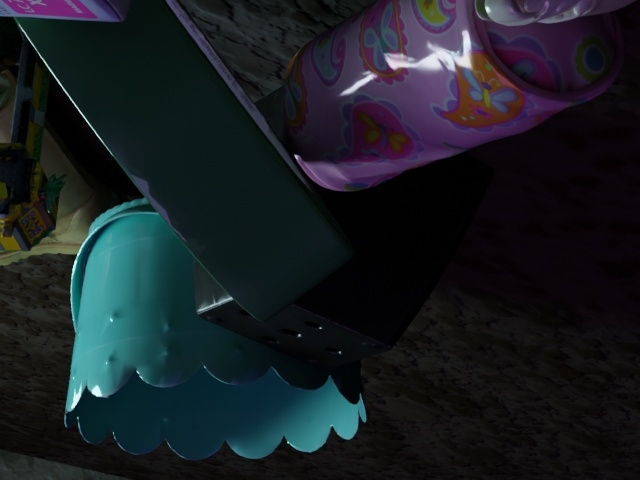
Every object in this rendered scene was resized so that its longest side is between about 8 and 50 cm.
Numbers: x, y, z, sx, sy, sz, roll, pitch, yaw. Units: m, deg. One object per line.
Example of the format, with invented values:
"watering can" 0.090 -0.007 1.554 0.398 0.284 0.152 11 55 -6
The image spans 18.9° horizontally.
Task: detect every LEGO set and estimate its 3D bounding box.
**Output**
"LEGO set" -0.334 -0.126 1.377 0.331 0.255 0.192 10 160 9

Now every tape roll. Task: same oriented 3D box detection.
"tape roll" -0.100 -0.099 1.219 0.321 0.077 0.321 53 -177 -4

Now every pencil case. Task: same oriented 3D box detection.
"pencil case" 0.079 -0.114 1.269 0.124 0.124 0.284 24 160 -20

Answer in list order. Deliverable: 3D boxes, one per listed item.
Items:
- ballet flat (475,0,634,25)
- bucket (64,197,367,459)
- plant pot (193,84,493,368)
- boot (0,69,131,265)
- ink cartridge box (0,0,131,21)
"ballet flat" 0.089 -0.163 1.046 0.248 0.086 0.086 28 158 -37
"bucket" -0.096 0.080 1.742 0.281 0.183 0.281 -1 159 0
"plant pot" 0.000 0.000 1.560 0.187 0.167 0.188 24 158 -21
"boot" -0.316 -0.072 1.755 0.236 0.089 0.269 -5 154 20
"ink cartridge box" -0.228 -0.223 1.106 0.311 0.185 0.065 7 160 25
